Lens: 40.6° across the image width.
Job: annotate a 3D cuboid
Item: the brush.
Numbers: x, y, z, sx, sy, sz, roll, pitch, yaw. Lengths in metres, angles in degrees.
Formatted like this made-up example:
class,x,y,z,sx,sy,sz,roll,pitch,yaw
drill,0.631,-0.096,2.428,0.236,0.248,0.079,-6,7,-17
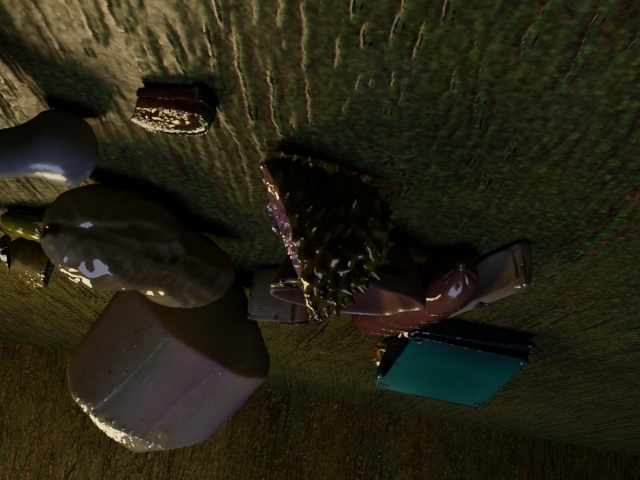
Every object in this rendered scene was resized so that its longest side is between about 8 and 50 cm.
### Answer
class,x,y,z,sx,sy,sz,roll,pitch,yaw
brush,0.221,0.064,1.187,0.050,0.060,0.321,1,167,-13

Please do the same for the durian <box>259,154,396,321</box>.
class,x,y,z,sx,sy,sz,roll,pitch,yaw
durian,-0.001,0.002,0.932,0.132,0.182,0.165,17,-160,28

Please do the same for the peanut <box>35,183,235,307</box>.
class,x,y,z,sx,sy,sz,roll,pitch,yaw
peanut,-0.232,0.016,1.161,0.149,0.149,0.313,1,162,29

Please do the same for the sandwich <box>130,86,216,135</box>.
class,x,y,z,sx,sy,sz,roll,pitch,yaw
sandwich,-0.140,-0.120,0.814,0.101,0.026,0.069,4,164,23

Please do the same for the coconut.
class,x,y,z,sx,sy,sz,roll,pitch,yaw
coconut,-0.244,0.188,1.492,0.297,0.309,0.297,41,-172,-7

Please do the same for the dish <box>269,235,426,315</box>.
class,x,y,z,sx,sy,sz,roll,pitch,yaw
dish,0.037,0.035,1.138,0.214,0.090,0.213,8,166,2

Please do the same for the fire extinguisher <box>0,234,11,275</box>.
class,x,y,z,sx,sy,sz,roll,pitch,yaw
fire extinguisher,-0.618,-0.020,1.296,0.337,0.114,0.135,19,148,-29

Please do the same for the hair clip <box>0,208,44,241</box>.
class,x,y,z,sx,sy,sz,roll,pitch,yaw
hair clip,-0.415,-0.022,1.300,0.173,0.046,0.072,2,159,32

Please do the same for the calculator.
class,x,y,z,sx,sy,sz,roll,pitch,yaw
calculator,0.247,0.231,1.653,0.249,0.058,0.274,12,146,-4

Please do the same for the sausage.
class,x,y,z,sx,sy,sz,roll,pitch,yaw
sausage,0.132,0.090,1.281,0.088,0.087,0.433,13,164,-11

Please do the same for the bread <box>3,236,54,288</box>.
class,x,y,z,sx,sy,sz,roll,pitch,yaw
bread,-0.490,0.031,1.464,0.095,0.082,0.157,15,162,-6

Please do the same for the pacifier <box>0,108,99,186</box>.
class,x,y,z,sx,sy,sz,roll,pitch,yaw
pacifier,-0.325,-0.069,0.846,0.226,0.238,0.287,-15,175,-29

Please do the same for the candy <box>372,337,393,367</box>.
class,x,y,z,sx,sy,sz,roll,pitch,yaw
candy,0.240,0.228,1.760,0.288,0.078,0.084,-9,-173,28

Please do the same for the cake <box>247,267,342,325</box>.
class,x,y,z,sx,sy,sz,roll,pitch,yaw
cake,-0.026,0.088,1.457,0.110,0.090,0.225,-1,180,28
